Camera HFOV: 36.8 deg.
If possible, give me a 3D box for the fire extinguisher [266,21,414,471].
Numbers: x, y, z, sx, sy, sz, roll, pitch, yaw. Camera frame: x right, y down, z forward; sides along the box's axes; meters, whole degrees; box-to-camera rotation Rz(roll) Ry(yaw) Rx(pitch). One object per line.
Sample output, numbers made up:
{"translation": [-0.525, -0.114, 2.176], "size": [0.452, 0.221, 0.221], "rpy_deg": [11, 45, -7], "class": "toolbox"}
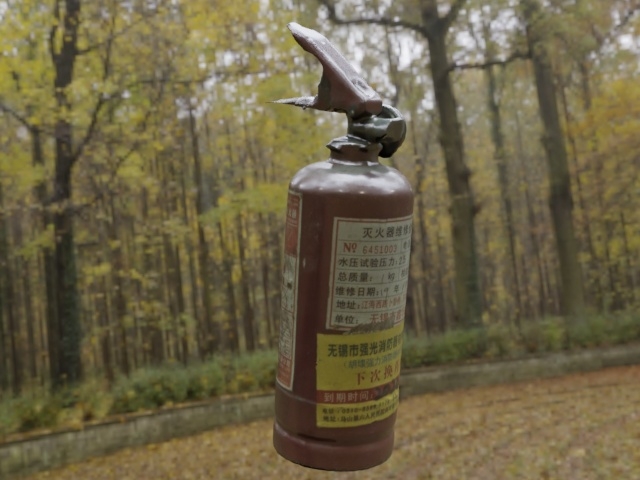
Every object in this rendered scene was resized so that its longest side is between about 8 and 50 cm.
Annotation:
{"translation": [0.000, 0.002, 0.562], "size": [0.106, 0.252, 0.075], "rpy_deg": [7, 12, 19], "class": "fire extinguisher"}
